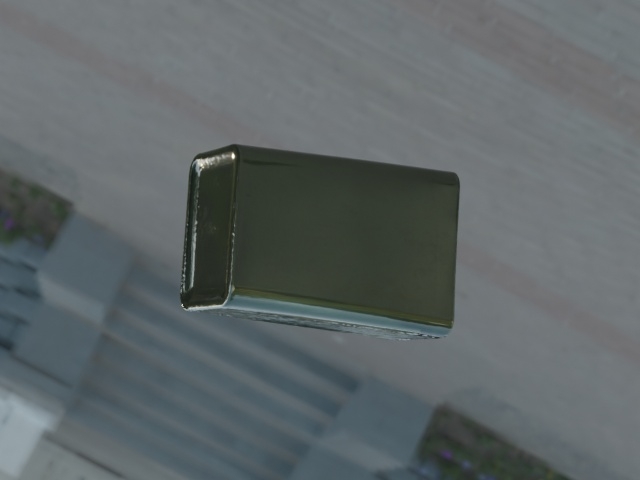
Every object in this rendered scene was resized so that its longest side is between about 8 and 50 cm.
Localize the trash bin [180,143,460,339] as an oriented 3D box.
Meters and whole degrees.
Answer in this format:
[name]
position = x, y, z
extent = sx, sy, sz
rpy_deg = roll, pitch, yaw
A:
[trash bin]
position = 0.000, 0.000, 1.527
extent = 0.240, 0.164, 0.122
rpy_deg = 9, 171, -30
